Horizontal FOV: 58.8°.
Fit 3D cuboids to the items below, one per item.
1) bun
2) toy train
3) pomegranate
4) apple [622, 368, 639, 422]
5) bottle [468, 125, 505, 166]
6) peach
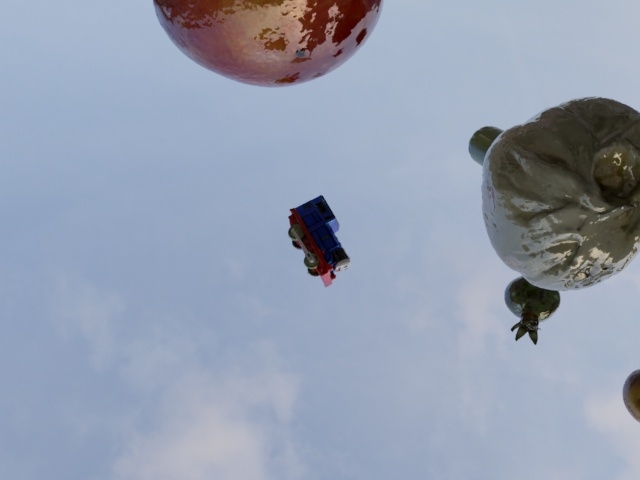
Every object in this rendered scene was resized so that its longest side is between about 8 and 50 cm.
[{"bbox_3d":[0.477,-0.075,1.013,0.366,0.364,0.219,2,-165,-15],"label":"bun"},{"bbox_3d":[0.000,0.000,1.396,0.131,0.082,0.203,-27,-116,-5],"label":"toy train"},{"bbox_3d":[0.607,0.196,1.662,0.156,0.156,0.220,26,-108,6],"label":"pomegranate"},{"bbox_3d":[0.756,0.353,1.279,0.147,0.146,0.146,8,-130,-10],"label":"apple"},{"bbox_3d":[0.488,-0.218,1.483,0.112,0.111,0.260,2,-155,-15],"label":"bottle"},{"bbox_3d":[-0.085,-0.428,0.930,0.389,0.388,0.388,8,-130,-10],"label":"peach"}]
